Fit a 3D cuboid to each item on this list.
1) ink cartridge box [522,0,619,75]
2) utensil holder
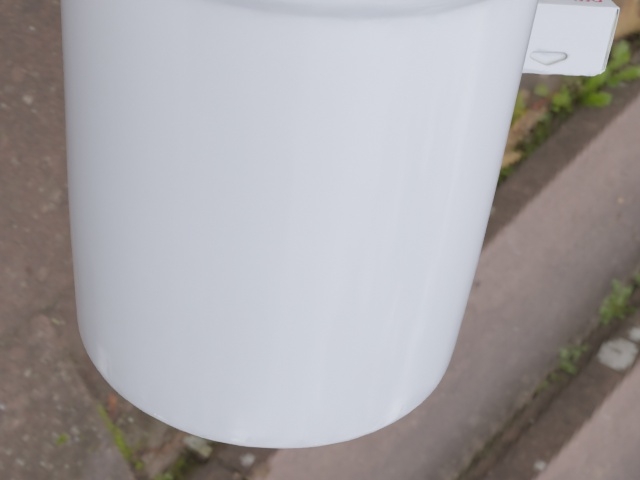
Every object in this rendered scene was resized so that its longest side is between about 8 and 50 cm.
[{"bbox_3d":[0.244,-0.282,1.579,0.154,0.212,0.093,0,123,-13],"label":"ink cartridge box"},{"bbox_3d":[-0.023,-0.091,0.926,0.328,0.328,0.385,-27,137,-38],"label":"utensil holder"}]
